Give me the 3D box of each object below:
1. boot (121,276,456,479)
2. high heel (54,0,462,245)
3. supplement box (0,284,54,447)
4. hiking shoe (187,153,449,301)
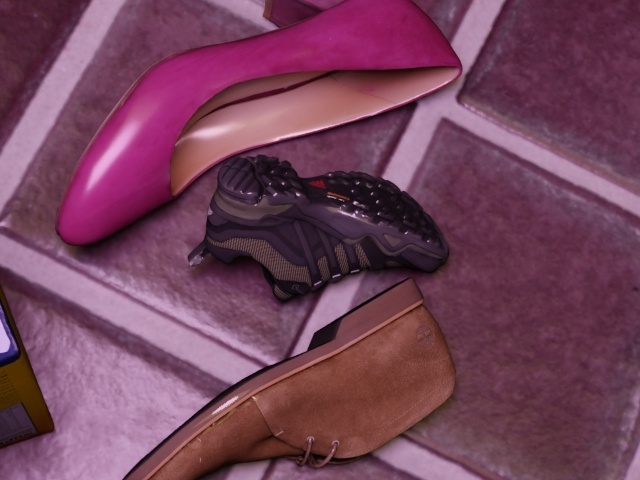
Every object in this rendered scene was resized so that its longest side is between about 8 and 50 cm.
[{"bbox_3d":[-0.021,0.152,1.275,0.305,0.112,0.115,-30,90,-15],"label":"boot"},{"bbox_3d":[-0.050,-0.097,1.317,0.181,0.127,0.377,37,71,16],"label":"high heel"},{"bbox_3d":[-0.330,0.063,1.130,0.194,0.356,0.195,-21,78,-12],"label":"supplement box"},{"bbox_3d":[0.000,0.000,1.333,0.226,0.114,0.086,15,33,-22],"label":"hiking shoe"}]
